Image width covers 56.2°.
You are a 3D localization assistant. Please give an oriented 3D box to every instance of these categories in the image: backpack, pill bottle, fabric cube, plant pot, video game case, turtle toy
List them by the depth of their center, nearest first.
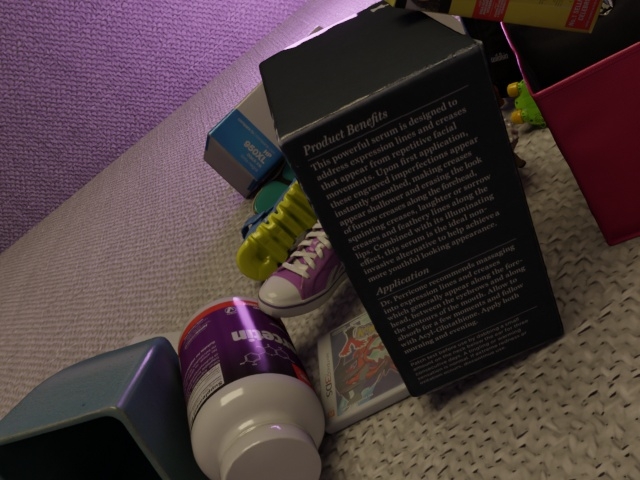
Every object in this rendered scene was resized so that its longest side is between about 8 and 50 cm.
[{"bbox_3d":[0.416,-0.202,0.762,0.254,0.258,0.259,-27,32,26],"label":"fabric cube"},{"bbox_3d":[-0.103,0.226,0.869,0.181,0.181,0.323,-40,29,1],"label":"pill bottle"},{"bbox_3d":[0.084,0.168,0.888,0.201,0.023,0.183,-31,31,16],"label":"video game case"},{"bbox_3d":[-0.308,0.294,0.944,0.248,0.247,0.252,-18,23,15],"label":"plant pot"},{"bbox_3d":[0.381,-0.261,1.045,0.095,0.130,0.066,-7,3,38],"label":"turtle toy"},{"bbox_3d":[0.386,-0.441,1.113,0.277,0.263,0.213,-26,26,25],"label":"backpack"}]

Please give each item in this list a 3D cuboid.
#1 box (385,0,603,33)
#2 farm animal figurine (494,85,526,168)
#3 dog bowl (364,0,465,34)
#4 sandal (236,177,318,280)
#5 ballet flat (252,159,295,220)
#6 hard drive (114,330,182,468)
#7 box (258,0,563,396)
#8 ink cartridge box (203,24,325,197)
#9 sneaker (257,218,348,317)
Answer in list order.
[{"bbox_3d":[0.192,-0.285,0.651,0.233,0.087,0.058,4,31,-11],"label":"box"},{"bbox_3d":[0.163,-0.174,1.075,0.330,0.172,0.326,-38,34,26],"label":"farm animal figurine"},{"bbox_3d":[0.189,-0.391,1.279,0.104,0.265,0.264,107,-171,-56],"label":"dog bowl"},{"bbox_3d":[-0.065,-0.061,1.282,0.317,0.126,0.138,-41,25,-2],"label":"sandal"},{"bbox_3d":[-0.085,-0.122,1.433,0.086,0.086,0.248,-6,40,46],"label":"ballet flat"},{"bbox_3d":[-0.392,0.341,1.191,0.233,0.047,0.353,-13,39,40],"label":"hard drive"},{"bbox_3d":[0.108,-0.060,0.761,0.212,0.395,0.293,-25,31,5],"label":"box"},{"bbox_3d":[-0.103,-0.319,1.537,0.395,0.166,0.285,-48,7,-12],"label":"ink cartridge box"},{"bbox_3d":[-0.001,0.000,0.979,0.102,0.161,0.282,23,43,34],"label":"sneaker"}]
